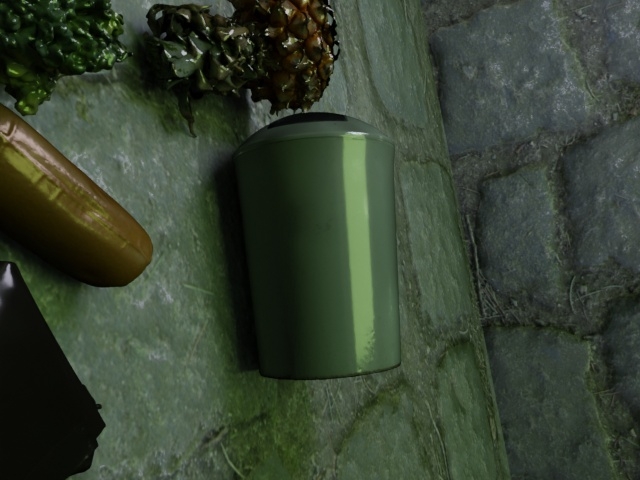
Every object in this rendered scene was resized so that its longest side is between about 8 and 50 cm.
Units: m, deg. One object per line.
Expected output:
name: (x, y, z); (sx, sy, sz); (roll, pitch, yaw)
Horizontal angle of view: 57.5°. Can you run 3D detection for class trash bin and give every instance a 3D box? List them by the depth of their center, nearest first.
trash bin: (0.000, 0.000, 0.993); (0.280, 0.280, 0.432); (3, 81, -61)

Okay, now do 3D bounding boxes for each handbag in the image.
handbag: (-0.323, 0.188, 0.507); (0.285, 0.113, 0.257); (-70, 146, -54)

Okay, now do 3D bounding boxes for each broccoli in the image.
broccoli: (-0.328, -0.263, 0.613); (0.246, 0.247, 0.288); (103, -21, -65)

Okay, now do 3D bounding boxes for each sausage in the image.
sausage: (-0.313, -0.061, 0.609); (0.328, 0.112, 0.112); (50, 40, -40)

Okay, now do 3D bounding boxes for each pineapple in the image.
pineapple: (-0.149, -0.305, 0.932); (0.271, 0.262, 0.263); (-24, 103, -37)
